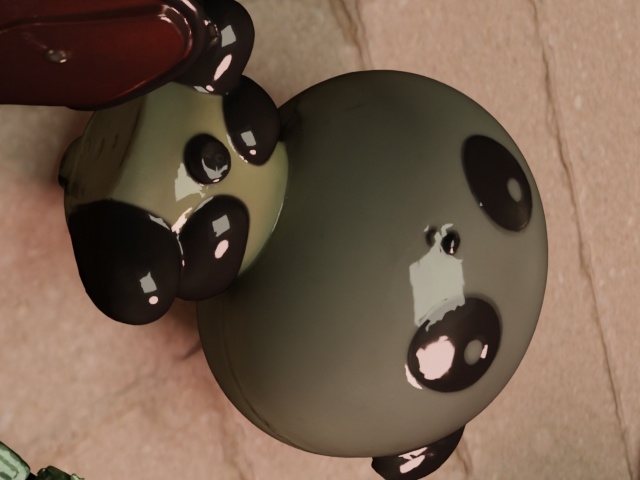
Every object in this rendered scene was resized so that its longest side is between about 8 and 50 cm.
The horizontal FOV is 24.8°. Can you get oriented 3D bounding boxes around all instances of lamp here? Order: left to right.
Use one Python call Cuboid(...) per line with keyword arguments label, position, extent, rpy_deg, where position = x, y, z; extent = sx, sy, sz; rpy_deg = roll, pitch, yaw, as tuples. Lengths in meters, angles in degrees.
Cuboid(label="lamp", position=(0.000, 0.000, 0.706), extent=(0.244, 0.198, 0.198), rpy_deg=(26, 75, -35))

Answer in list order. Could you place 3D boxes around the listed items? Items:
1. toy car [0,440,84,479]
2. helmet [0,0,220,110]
Cuboid(label="toy car", position=(-0.174, 0.111, 0.616), extent=(0.186, 0.058, 0.093), rpy_deg=(43, 63, -25))
Cuboid(label="helmet", position=(-0.124, -0.153, 0.547), extent=(0.216, 0.193, 0.189), rpy_deg=(94, 1, -60))
